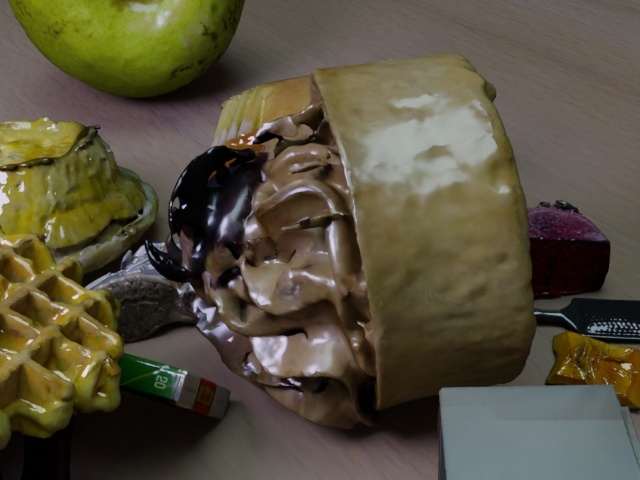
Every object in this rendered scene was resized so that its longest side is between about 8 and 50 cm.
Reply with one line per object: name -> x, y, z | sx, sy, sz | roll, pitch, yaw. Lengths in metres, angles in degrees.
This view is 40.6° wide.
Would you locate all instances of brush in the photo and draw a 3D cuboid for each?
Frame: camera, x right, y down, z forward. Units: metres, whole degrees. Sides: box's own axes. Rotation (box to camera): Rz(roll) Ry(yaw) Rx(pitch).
brush -> 0.266, 0.081, 0.920 | 0.193, 0.016, 0.063 | 1, 36, 6

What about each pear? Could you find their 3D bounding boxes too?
pear -> -0.304, -0.411, 1.347 | 0.390, 0.391, 0.391 | -3, 37, 2

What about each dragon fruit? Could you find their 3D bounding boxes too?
dragon fruit -> 0.240, 0.004, 0.962 | 0.147, 0.102, 0.096 | -1, 43, -12

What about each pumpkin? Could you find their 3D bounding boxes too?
pumpkin -> 0.272, 0.121, 0.853 | 0.101, 0.035, 0.073 | 12, 37, 23

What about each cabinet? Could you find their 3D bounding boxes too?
cabinet -> 0.163, 0.229, 0.625 | 0.150, 0.145, 0.206 | -1, 36, 5

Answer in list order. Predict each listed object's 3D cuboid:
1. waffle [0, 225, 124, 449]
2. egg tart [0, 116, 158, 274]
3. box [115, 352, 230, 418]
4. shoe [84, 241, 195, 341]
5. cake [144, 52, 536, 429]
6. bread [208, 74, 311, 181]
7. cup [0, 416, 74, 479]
waffle -> -0.304, 0.055, 0.662 | 0.329, 0.062, 0.329 | 19, 22, -8
egg tart -> -0.365, -0.062, 1.038 | 0.345, 0.133, 0.345 | -2, 25, 1
box -> -0.213, 0.118, 0.816 | 0.235, 0.132, 0.034 | 12, 75, 14
shoe -> -0.183, 0.044, 0.952 | 0.180, 0.089, 0.092 | -12, 38, -15
cake -> 0.001, 0.005, 0.798 | 0.321, 0.332, 0.332 | -11, 37, -2
bread -> 0.005, -0.091, 1.047 | 0.288, 0.204, 0.156 | 0, 54, 10
cup -> -0.271, 0.220, 0.651 | 0.239, 0.177, 0.166 | -23, 40, -24
